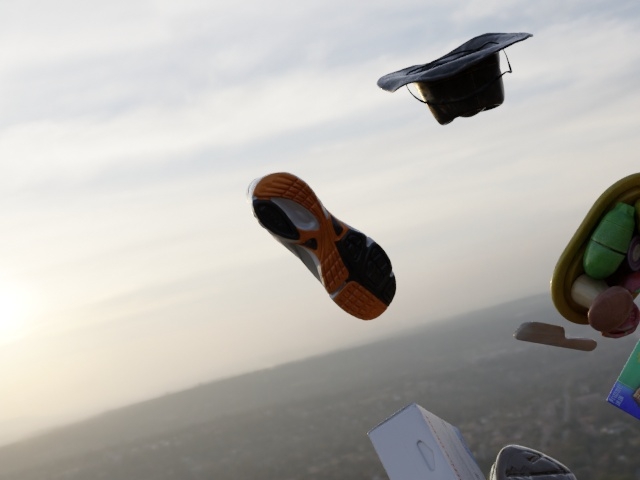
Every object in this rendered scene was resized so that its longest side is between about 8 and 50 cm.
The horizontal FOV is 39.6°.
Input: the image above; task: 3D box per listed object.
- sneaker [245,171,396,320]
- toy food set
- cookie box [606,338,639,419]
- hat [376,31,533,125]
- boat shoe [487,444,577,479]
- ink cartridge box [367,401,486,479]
[{"bbox_3d":[0.000,0.000,1.220,0.099,0.262,0.121,-44,19,-5],"label":"sneaker"},{"bbox_3d":[0.311,0.040,0.910,0.128,0.218,0.071,20,16,-30],"label":"toy food set"},{"bbox_3d":[0.273,0.102,0.628,0.107,0.092,0.040,29,5,23],"label":"cookie box"},{"bbox_3d":[0.274,-0.298,1.714,0.331,0.134,0.331,-21,14,6],"label":"hat"},{"bbox_3d":[0.175,0.319,0.814,0.121,0.110,0.341,25,23,13],"label":"boat shoe"},{"bbox_3d":[0.156,0.310,1.185,0.082,0.140,0.190,-35,-33,12],"label":"ink cartridge box"}]
